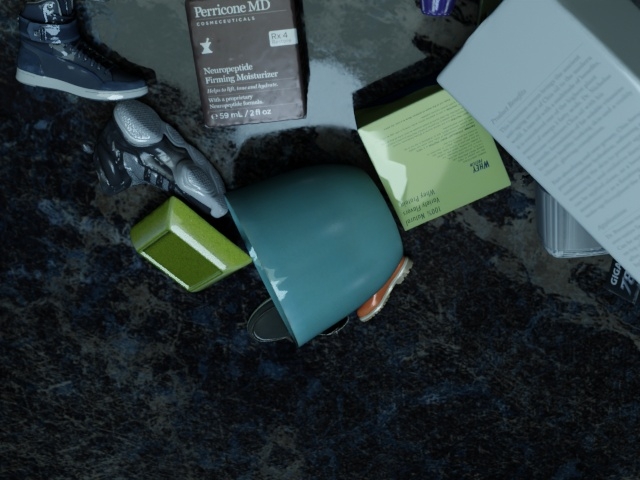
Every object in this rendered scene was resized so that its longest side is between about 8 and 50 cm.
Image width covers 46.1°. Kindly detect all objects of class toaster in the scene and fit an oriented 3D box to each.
[{"bbox_3d":[0.476,-0.058,1.350,0.227,0.129,0.146,-7,116,1],"label":"toaster"}]

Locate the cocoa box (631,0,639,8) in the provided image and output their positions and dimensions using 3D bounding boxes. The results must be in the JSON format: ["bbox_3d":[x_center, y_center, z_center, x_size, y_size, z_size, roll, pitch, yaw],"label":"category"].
[{"bbox_3d":[0.641,-0.431,1.124,0.228,0.231,0.347,23,112,-9],"label":"cocoa box"}]

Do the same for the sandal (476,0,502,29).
[{"bbox_3d":[0.314,-0.335,1.249,0.120,0.086,0.302,-8,114,4],"label":"sandal"}]

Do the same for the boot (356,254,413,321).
[{"bbox_3d":[0.102,0.081,1.457,0.085,0.059,0.158,30,102,-9],"label":"boot"}]

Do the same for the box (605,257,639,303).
[{"bbox_3d":[0.651,-0.055,1.309,0.293,0.073,0.295,-12,119,-30],"label":"box"}]

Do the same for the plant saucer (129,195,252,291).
[{"bbox_3d":[-0.250,0.023,1.382,0.188,0.045,0.188,40,141,-19],"label":"plant saucer"}]

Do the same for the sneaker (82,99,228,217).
[{"bbox_3d":[-0.297,-0.118,1.351,0.153,0.101,0.268,-35,112,24],"label":"sneaker"}]

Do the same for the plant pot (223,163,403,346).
[{"bbox_3d":[0.000,0.000,1.304,0.235,0.293,0.293,-27,112,-7],"label":"plant pot"}]

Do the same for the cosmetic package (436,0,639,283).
[{"bbox_3d":[0.419,-0.174,1.088,0.453,0.161,0.230,46,141,3],"label":"cosmetic package"}]

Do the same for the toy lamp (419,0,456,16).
[{"bbox_3d":[0.199,-0.497,1.186,0.080,0.080,0.274,4,111,-1],"label":"toy lamp"}]

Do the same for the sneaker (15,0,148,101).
[{"bbox_3d":[-0.397,-0.328,1.259,0.226,0.086,0.163,11,116,-3],"label":"sneaker"}]

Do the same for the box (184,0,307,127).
[{"bbox_3d":[-0.112,-0.306,1.222,0.169,0.167,0.203,-5,114,3],"label":"box"}]

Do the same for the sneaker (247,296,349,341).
[{"bbox_3d":[-0.048,0.151,1.452,0.222,0.118,0.083,-26,111,11],"label":"sneaker"}]

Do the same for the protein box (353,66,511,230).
[{"bbox_3d":[0.190,-0.162,1.300,0.200,0.136,0.201,-24,111,10],"label":"protein box"}]
